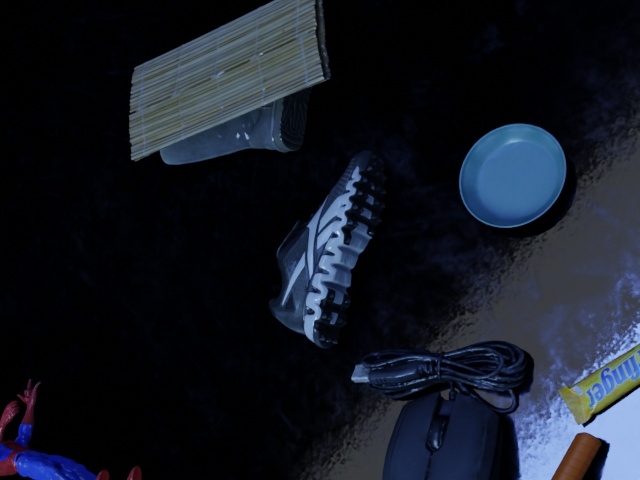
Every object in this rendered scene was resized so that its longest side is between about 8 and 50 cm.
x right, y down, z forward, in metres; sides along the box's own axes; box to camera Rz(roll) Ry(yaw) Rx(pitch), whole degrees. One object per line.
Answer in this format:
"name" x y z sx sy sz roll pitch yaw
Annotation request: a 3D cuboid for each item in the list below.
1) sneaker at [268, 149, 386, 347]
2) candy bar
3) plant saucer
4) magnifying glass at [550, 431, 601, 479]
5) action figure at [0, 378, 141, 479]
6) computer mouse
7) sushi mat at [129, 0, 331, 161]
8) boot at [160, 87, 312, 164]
"sneaker" 0.000 0.000 1.075 0.106 0.078 0.234 15 84 32
"candy bar" 0.304 0.118 0.887 0.161 0.018 0.040 -38 58 16
"plant saucer" 0.210 -0.068 1.005 0.119 0.021 0.119 -11 68 28
"magnifying glass" 0.194 0.275 0.843 0.026 0.092 0.231 36 68 -2
"action figure" -0.359 0.255 1.200 0.281 0.091 0.139 1 81 30
"computer mouse" 0.111 0.234 0.932 0.189 0.072 0.272 -7 70 28
"sushi mat" -0.126 -0.212 1.179 0.317 0.019 0.151 -17 63 31
"boot" -0.112 -0.191 1.222 0.209 0.076 0.189 1 72 38
